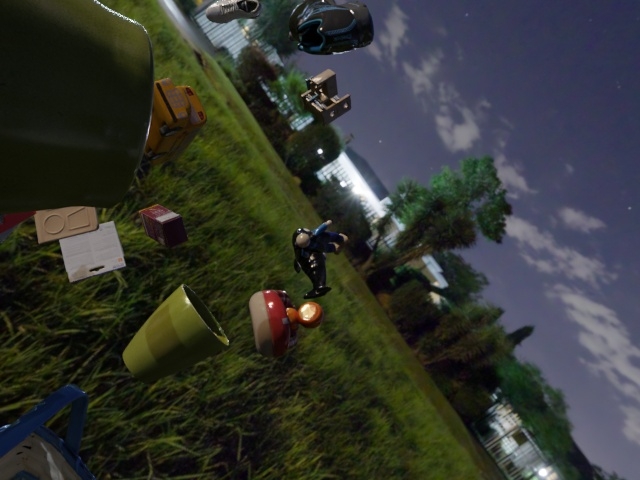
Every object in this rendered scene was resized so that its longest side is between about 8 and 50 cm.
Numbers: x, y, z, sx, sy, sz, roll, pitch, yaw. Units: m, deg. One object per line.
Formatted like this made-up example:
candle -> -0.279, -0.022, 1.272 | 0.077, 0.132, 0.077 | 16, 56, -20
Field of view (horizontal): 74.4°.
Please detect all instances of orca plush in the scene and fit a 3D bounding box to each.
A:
orca plush -> -0.057, 0.052, 1.310 | 0.102, 0.151, 0.287 | 32, 39, -36

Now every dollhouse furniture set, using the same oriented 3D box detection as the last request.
dollhouse furniture set -> 0.016, -0.527, 1.464 | 0.129, 0.129, 0.184 | 47, -15, 28

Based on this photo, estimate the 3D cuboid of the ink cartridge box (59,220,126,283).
ink cartridge box -> -0.948, 0.051, 1.762 | 0.045, 0.223, 0.224 | 119, -49, -65

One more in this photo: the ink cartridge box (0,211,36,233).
ink cartridge box -> -0.807, -0.203, 0.961 | 0.308, 0.091, 0.385 | -114, 179, -69

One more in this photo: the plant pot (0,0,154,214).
plant pot -> -0.386, -0.174, 0.439 | 0.353, 0.366, 0.366 | 6, 38, -41

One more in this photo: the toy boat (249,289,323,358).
toy boat -> -0.067, 0.178, 0.956 | 0.231, 0.151, 0.151 | 42, 35, -79

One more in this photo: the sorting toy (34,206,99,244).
sorting toy -> -0.847, -0.101, 1.404 | 0.038, 0.208, 0.193 | 85, -11, -80

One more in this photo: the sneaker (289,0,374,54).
sneaker -> -0.014, -0.536, 1.050 | 0.341, 0.139, 0.125 | 40, -29, 52

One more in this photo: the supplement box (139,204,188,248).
supplement box -> -0.578, -0.054, 1.550 | 0.188, 0.081, 0.104 | 21, -52, 40

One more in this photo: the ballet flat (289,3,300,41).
ballet flat -> -0.058, -0.640, 1.239 | 0.041, 0.114, 0.041 | 17, -2, 0

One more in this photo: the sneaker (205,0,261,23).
sneaker -> -0.363, -0.963, 1.753 | 0.095, 0.235, 0.090 | -117, -165, -70

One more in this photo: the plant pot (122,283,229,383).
plant pot -> -0.522, 0.350, 1.477 | 0.275, 0.293, 0.275 | 51, -10, 13

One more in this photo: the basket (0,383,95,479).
basket -> -0.407, 0.336, 0.517 | 0.201, 0.289, 0.255 | 30, 35, 15

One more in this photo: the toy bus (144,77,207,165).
toy bus -> -0.385, -0.290, 1.065 | 0.332, 0.130, 0.108 | -16, -80, 58

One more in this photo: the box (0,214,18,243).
box -> -1.132, -0.118, 1.445 | 0.119, 0.181, 0.182 | 11, -29, 35

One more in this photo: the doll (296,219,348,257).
doll -> 0.000, 0.000, 1.168 | 0.189, 0.129, 0.046 | 4, 35, -52
